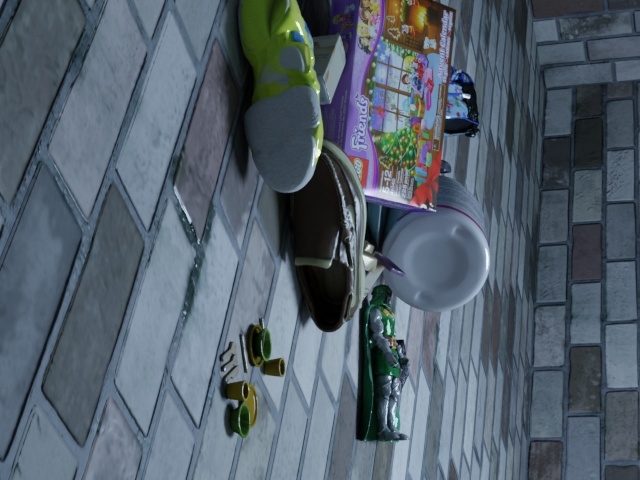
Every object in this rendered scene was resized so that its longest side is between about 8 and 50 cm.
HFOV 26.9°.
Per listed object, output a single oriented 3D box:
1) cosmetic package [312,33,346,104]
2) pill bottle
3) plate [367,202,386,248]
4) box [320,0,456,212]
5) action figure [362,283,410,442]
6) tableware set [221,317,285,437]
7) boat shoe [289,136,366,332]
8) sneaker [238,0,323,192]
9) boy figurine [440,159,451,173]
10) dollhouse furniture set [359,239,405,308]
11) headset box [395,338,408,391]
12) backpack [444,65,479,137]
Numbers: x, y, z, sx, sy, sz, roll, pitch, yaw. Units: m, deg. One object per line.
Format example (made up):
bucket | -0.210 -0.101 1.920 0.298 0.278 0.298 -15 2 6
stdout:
cosmetic package | -0.008 -0.215 1.691 0.115 0.060 0.041 -74 153 -53
pill bottle | 0.178 -0.006 2.075 0.283 0.160 0.160 -74 157 -73
plate | 0.088 -0.082 2.004 0.188 0.024 0.188 7 90 -85
box | 0.090 -0.195 1.817 0.201 0.057 0.293 10 84 -45
action figure | 0.095 0.179 1.971 0.137 0.064 0.232 26 58 -68
tableware set | -0.069 0.151 1.463 0.154 0.024 0.104 -40 125 -71
boat shoe | 0.008 0.000 1.644 0.095 0.095 0.257 -61 145 -52
sneaker | -0.033 -0.174 1.541 0.126 0.091 0.240 -2 88 -75
boy figurine | 0.176 -0.255 2.289 0.177 0.092 0.285 18 72 -70
dollhouse furniture set | 0.040 0.043 1.895 0.114 0.091 0.081 22 106 -49
headset box | 0.111 0.196 2.064 0.083 0.032 0.062 -50 134 -66
backpack | 0.157 -0.216 2.102 0.173 0.158 0.116 -3 89 -66
